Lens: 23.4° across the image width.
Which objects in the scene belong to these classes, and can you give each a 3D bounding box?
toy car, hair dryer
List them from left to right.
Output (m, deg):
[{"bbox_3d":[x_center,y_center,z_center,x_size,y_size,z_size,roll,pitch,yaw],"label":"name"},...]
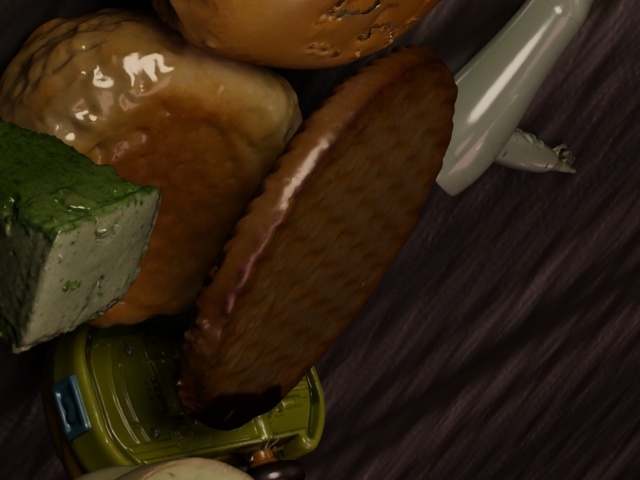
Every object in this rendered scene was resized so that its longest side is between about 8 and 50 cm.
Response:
[{"bbox_3d":[-0.121,0.129,1.245,0.248,0.200,0.142,0,156,-43],"label":"toy car"},{"bbox_3d":[0.188,-0.112,1.324,0.206,0.075,0.237,-50,148,8],"label":"hair dryer"}]

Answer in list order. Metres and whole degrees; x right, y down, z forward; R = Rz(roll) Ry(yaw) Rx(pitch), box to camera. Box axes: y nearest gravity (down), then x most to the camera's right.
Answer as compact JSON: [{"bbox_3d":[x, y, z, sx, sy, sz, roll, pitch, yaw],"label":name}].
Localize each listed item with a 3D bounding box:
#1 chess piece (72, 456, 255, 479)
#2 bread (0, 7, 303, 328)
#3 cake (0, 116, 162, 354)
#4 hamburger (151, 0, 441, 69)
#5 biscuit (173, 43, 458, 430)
[{"bbox_3d":[-0.227,0.288,1.135,0.442,0.234,0.234,-12,162,42],"label":"chess piece"},{"bbox_3d":[-0.131,-0.058,1.070,0.244,0.134,0.244,-18,138,-17],"label":"bread"},{"bbox_3d":[-0.227,-0.028,0.937,0.099,0.235,0.100,-43,157,-57],"label":"cake"},{"bbox_3d":[0.023,-0.253,0.958,0.284,0.174,0.304,-4,140,-50],"label":"hamburger"},{"bbox_3d":[0.000,0.000,1.118,0.318,0.040,0.318,-50,163,-22],"label":"biscuit"}]
